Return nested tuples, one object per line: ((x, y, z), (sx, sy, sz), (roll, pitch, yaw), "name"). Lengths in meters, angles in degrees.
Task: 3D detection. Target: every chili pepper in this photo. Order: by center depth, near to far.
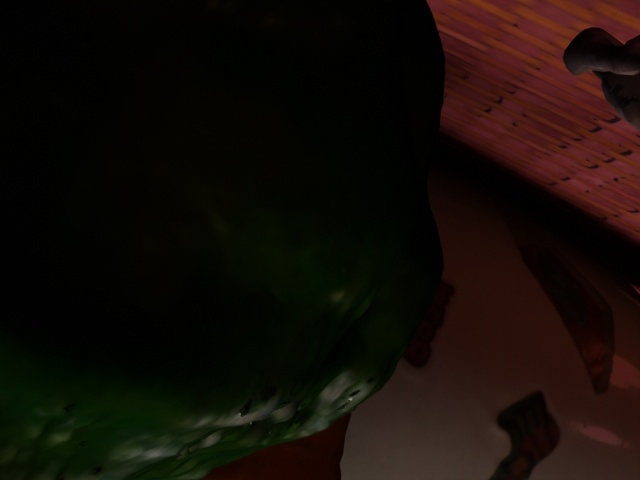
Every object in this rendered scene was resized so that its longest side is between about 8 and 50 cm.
((-0.072, -0.044, 0.358), (0.167, 0.213, 0.385), (-19, 168, 13), "chili pepper")

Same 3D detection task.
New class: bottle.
((0.076, 0.087, 0.976), (0.352, 0.229, 0.229), (23, 179, -30), "bottle")

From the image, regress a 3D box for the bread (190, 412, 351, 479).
((-0.110, 0.065, 0.766), (0.148, 0.328, 0.337), (12, 175, -25), "bread")

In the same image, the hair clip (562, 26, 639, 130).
((0.141, -0.003, 0.272), (0.106, 0.084, 0.292), (22, -175, -38), "hair clip")
